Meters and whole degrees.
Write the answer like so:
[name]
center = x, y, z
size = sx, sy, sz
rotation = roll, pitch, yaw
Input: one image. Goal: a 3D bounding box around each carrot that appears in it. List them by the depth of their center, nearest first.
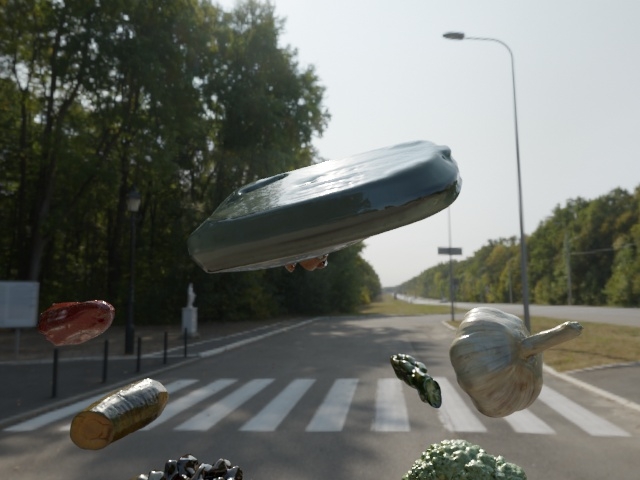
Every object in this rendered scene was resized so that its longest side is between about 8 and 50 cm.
[carrot]
center = -0.331, 0.291, 0.865
size = 0.082, 0.082, 0.173
rotation = -4, 5, 18

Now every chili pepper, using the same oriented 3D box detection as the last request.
[chili pepper]
center = -0.647, 0.222, 1.418
size = 0.252, 0.144, 0.136
rotation = -16, 22, 31

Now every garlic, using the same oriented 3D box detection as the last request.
[garlic]
center = 0.359, 0.203, 0.903
size = 0.199, 0.199, 0.226
rotation = 6, -27, -43

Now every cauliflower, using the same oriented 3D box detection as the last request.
[cauliflower]
center = 0.358, 0.637, 1.272
size = 0.326, 0.281, 0.260
rotation = -12, -1, 44

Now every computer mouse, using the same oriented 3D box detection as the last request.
[computer mouse]
center = 0.000, -0.032, 0.603
size = 0.330, 0.095, 0.197
rotation = -12, 25, 17

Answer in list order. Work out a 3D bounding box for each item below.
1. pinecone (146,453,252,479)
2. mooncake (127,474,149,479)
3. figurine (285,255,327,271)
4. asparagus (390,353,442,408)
[pinecone]
center = -0.255, 0.607, 0.945
size = 0.397, 0.398, 0.398
rotation = -1, -8, 0
[mooncake]
center = -0.443, 0.721, 1.225
size = 0.161, 0.291, 0.290
rotation = 23, 4, 28
[figurine]
center = -0.009, -0.005, 1.590
size = 0.143, 0.271, 0.143
rotation = 30, 21, -13
[asparagus]
center = 0.255, 0.363, 1.386
size = 0.080, 0.080, 0.287
rotation = 1, 5, -16
